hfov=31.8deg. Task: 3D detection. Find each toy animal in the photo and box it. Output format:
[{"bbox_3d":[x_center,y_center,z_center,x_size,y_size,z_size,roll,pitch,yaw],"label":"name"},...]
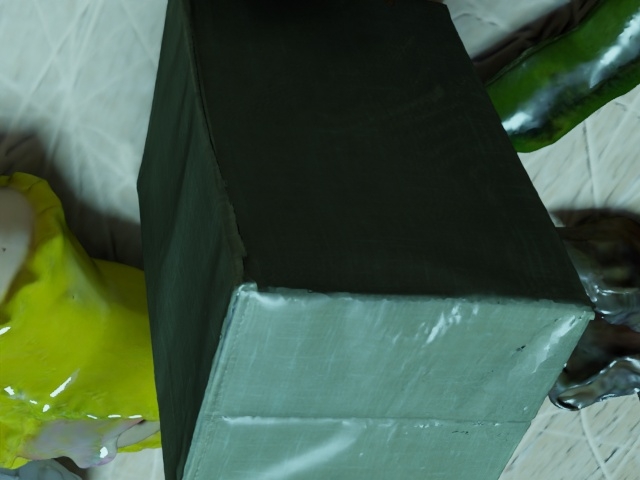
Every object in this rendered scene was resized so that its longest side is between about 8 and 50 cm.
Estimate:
[{"bbox_3d":[-0.162,0.044,0.614,0.156,0.156,0.230,-33,140,16],"label":"toy animal"}]

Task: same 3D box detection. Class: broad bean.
[{"bbox_3d":[0.154,-0.151,0.573,0.144,0.049,0.292,8,126,-12],"label":"broad bean"}]

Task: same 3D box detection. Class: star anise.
[{"bbox_3d":[0.240,0.063,0.745,0.220,0.099,0.214,-11,123,-3],"label":"star anise"}]

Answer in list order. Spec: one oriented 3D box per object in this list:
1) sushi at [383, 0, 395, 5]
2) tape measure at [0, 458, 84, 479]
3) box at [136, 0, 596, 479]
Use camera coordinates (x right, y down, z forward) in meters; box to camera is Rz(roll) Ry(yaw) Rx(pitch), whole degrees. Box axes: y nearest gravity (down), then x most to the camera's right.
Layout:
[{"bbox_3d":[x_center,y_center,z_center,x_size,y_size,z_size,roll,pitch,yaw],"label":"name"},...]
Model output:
[{"bbox_3d":[-0.020,-0.145,0.529,0.120,0.052,0.055,6,129,-18],"label":"sushi"},{"bbox_3d":[-0.243,0.208,0.739,0.197,0.120,0.236,8,133,-12],"label":"tape measure"},{"bbox_3d":[0.000,0.000,0.540,0.149,0.231,0.155,4,130,-17],"label":"box"}]
